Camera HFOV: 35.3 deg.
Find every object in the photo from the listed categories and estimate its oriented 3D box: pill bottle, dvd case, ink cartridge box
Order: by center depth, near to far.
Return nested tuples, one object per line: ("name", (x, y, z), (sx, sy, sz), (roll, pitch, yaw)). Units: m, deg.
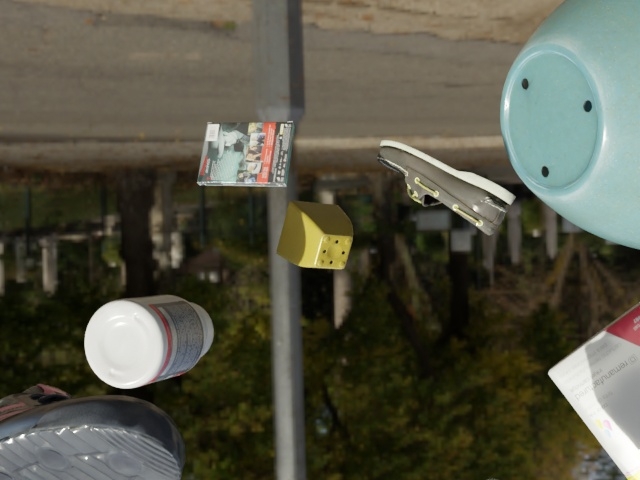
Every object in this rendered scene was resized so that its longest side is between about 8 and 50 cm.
("pill bottle", (-0.206, 0.123, 1.268), (0.108, 0.108, 0.180), (-1, 179, 18))
("dvd case", (-0.095, -0.111, 1.292), (0.119, 0.087, 0.013), (1, 161, 15))
("ink cartridge box", (0.494, 0.229, 1.348), (0.226, 0.306, 0.131), (-43, 163, 25))

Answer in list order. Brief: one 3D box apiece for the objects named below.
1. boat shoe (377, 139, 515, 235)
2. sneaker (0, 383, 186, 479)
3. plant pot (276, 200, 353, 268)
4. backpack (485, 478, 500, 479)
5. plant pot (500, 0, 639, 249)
("boat shoe", (0.165, -0.079, 1.435), (0.227, 0.069, 0.081), (28, -178, 34))
("sneaker", (-0.206, 0.148, 0.751), (0.319, 0.112, 0.131), (-23, -149, 36))
("plant pot", (0.000, 0.000, 1.375), (0.081, 0.081, 0.083), (5, -160, -30))
("backpack", (0.188, 0.344, 1.053), (0.144, 0.166, 0.188), (-25, 136, 33))
("plant pot", (0.280, -0.116, 0.906), (0.195, 0.290, 0.290), (-10, -176, -27))
